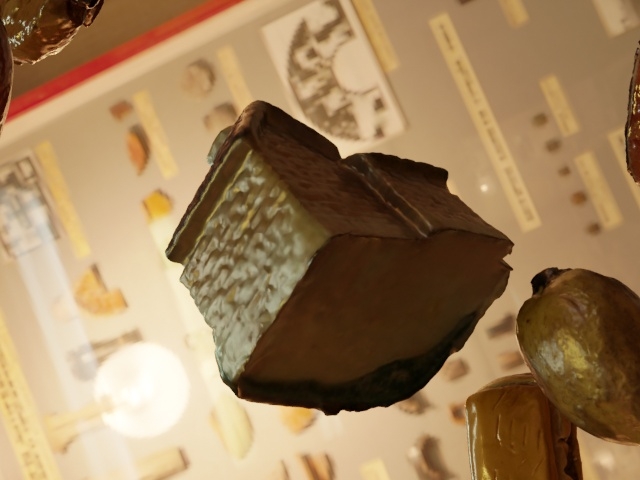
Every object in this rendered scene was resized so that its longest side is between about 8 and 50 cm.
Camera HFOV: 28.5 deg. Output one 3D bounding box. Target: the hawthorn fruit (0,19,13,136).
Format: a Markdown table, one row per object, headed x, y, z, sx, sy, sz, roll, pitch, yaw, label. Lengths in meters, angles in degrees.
| x | y | z | sx | sy | sz | roll | pitch | yaw | label |
| --- | --- | --- | --- | --- | --- | --- | --- | --- | --- |
| -0.278 | -0.094 | 0.806 | 0.179 | 0.173 | 0.173 | 68 | -168 | 4 | hawthorn fruit |

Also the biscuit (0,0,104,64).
| x | y | z | sx | sy | sz | roll | pitch | yaw | label |
| --- | --- | --- | --- | --- | --- | --- | --- | --- | --- |
| -0.225 | -0.290 | 1.110 | 0.075 | 0.296 | 0.296 | 18 | -136 | -39 | biscuit |

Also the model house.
| x | y | z | sx | sy | sz | roll | pitch | yaw | label |
| --- | --- | --- | --- | --- | --- | --- | --- | --- | --- |
| 0.001 | -0.002 | 1.318 | 0.298 | 0.243 | 0.284 | 9 | -144 | -45 | model house |

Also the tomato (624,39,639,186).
| x | y | z | sx | sy | sz | roll | pitch | yaw | label |
| --- | --- | --- | --- | --- | --- | --- | --- | --- | --- |
| 0.470 | -0.158 | 1.525 | 0.181 | 0.155 | 0.214 | -11 | -75 | -47 | tomato |

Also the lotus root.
| x | y | z | sx | sy | sz | roll | pitch | yaw | label |
| --- | --- | --- | --- | --- | --- | --- | --- | --- | --- |
| 0.262 | 0.114 | 1.163 | 0.214 | 0.138 | 0.138 | 58 | -176 | 38 | lotus root |

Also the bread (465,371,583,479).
| x | y | z | sx | sy | sz | roll | pitch | yaw | label |
| --- | --- | --- | --- | --- | --- | --- | --- | --- | --- |
| 0.224 | 0.242 | 1.383 | 0.077 | 0.116 | 0.200 | 29 | -127 | -57 | bread |
